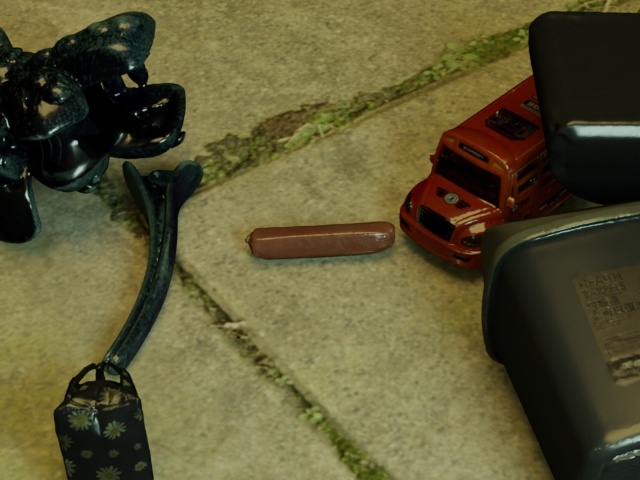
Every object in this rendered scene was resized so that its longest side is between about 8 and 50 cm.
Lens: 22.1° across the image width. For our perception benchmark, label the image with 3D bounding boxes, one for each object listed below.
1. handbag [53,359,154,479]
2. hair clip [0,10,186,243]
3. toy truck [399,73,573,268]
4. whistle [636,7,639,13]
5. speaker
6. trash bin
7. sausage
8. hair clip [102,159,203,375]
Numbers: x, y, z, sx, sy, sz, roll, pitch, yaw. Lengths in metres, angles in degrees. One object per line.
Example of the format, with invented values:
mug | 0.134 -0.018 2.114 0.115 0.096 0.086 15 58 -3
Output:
handbag | -0.186 0.154 1.389 0.072 0.115 0.139 -10 25 -7
hair clip | -0.298 -0.133 1.625 0.310 0.194 0.206 3 45 32
toy truck | 0.192 -0.080 1.604 0.107 0.114 0.252 33 52 32
whistle | 0.420 -0.202 1.749 0.105 0.085 0.227 -34 48 -29
speaker | 0.384 -0.090 1.518 0.388 0.184 0.180 2 44 -3
trash bin | 0.255 0.089 1.368 0.209 0.182 0.290 -9 47 -8
sausage | 0.000 0.000 1.589 0.147 0.035 0.030 -5 10 2
hair clip | -0.166 0.020 1.571 0.083 0.048 0.275 2 43 1
